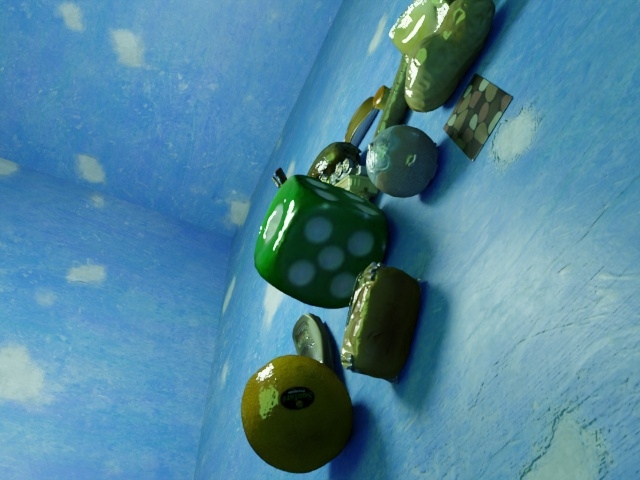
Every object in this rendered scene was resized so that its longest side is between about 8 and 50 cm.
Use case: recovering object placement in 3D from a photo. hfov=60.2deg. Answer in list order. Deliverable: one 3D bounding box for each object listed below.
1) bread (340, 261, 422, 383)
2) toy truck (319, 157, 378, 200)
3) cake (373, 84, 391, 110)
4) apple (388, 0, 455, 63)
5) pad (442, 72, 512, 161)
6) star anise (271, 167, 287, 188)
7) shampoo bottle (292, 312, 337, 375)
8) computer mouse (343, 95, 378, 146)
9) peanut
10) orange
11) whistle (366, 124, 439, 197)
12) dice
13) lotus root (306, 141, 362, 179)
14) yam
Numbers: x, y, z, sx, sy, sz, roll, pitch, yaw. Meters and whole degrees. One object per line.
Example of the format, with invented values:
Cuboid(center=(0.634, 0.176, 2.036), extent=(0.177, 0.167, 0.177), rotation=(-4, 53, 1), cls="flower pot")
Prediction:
Cuboid(center=(0.134, 0.179, 1.206), extent=(0.107, 0.136, 0.241), rotation=(-17, 55, 67), cls="bread")
Cuboid(center=(0.089, -0.155, 1.777), extent=(0.272, 0.124, 0.156), rotation=(157, 120, -64), cls="toy truck")
Cuboid(center=(0.213, -0.491, 1.902), extent=(0.084, 0.044, 0.084), rotation=(-57, 20, 34), cls="cake")
Cuboid(center=(0.317, -0.576, 1.528), extent=(0.193, 0.120, 0.265), rotation=(65, 157, 3), cls="apple")
Cuboid(center=(0.355, -0.290, 1.275), extent=(0.235, 0.003, 0.158), rotation=(-100, 33, -60), cls="pad")
Cuboid(center=(-0.043, -0.085, 1.742), extent=(0.238, 0.346, 0.148), rotation=(-1, 40, 41), cls="star anise")
Cuboid(center=(-0.012, 0.331, 1.595), extent=(0.125, 0.084, 0.350), rotation=(-64, 18, 13), cls="shampoo bottle")
Cuboid(center=(0.138, -0.423, 2.049), extent=(0.125, 0.056, 0.245), rotation=(-88, 23, -49), cls="computer mouse")
Cuboid(center=(0.308, -0.462, 1.372), extent=(0.318, 0.148, 0.147), rotation=(-58, 20, 34), cls="peanut")
Cuboid(center=(-0.056, 0.407, 1.308), extent=(0.274, 0.275, 0.274), rotation=(-160, 90, -74), cls="orange")
Cuboid(center=(0.192, -0.205, 1.441), extent=(0.348, 0.189, 0.189), rotation=(-130, 61, -84), cls="whistle")
Cuboid(center=(0.000, 0.000, 1.538), extent=(0.286, 0.300, 0.297), rotation=(-66, 19, 14), cls="dice")
Cuboid(center=(0.038, -0.240, 1.971), extent=(0.274, 0.160, 0.151), rotation=(125, 147, -43), cls="lotus root")
Cuboid(center=(0.247, -0.454, 1.688), extent=(0.083, 0.083, 0.371), rotation=(-139, 68, -73), cls="yam")
